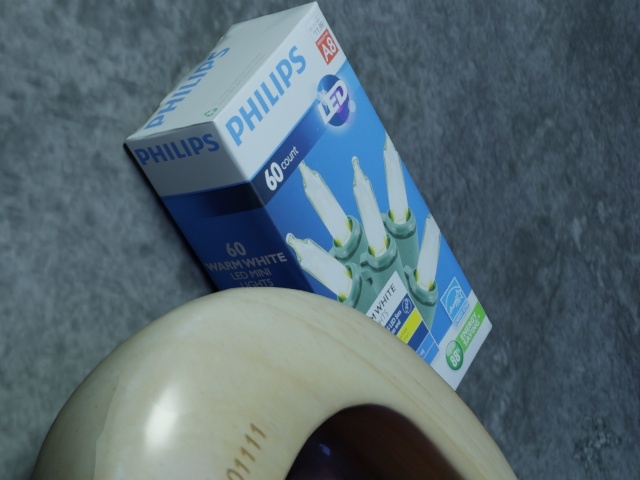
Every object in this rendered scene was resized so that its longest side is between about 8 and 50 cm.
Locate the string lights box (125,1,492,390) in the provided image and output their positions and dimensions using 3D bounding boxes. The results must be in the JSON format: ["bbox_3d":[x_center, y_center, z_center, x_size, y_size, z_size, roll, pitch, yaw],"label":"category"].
[{"bbox_3d":[0.000,0.000,0.973,0.259,0.077,0.133,60,44,-26],"label":"string lights box"}]

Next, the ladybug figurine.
[{"bbox_3d":[-0.004,0.215,0.857,0.449,0.162,0.305,52,46,-32],"label":"ladybug figurine"}]
